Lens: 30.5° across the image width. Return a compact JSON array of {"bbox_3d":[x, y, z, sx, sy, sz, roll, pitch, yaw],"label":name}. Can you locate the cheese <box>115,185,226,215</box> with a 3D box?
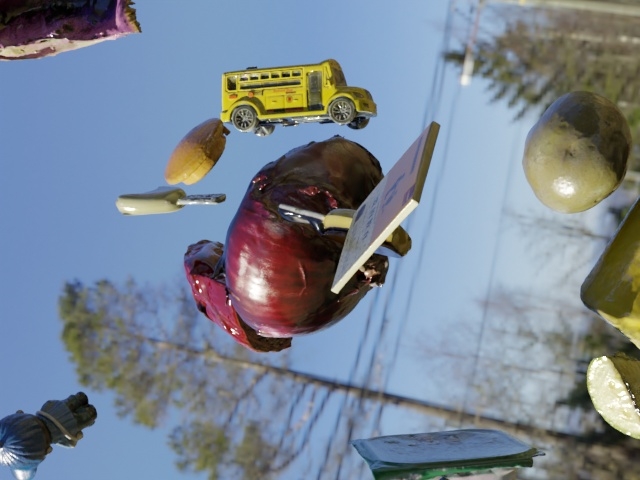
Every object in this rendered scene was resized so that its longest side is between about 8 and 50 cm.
[{"bbox_3d":[-0.313,-0.088,2.539,0.127,0.235,0.050,-25,-68,-60],"label":"cheese"}]

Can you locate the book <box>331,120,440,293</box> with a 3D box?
[{"bbox_3d":[0.065,-0.032,1.196,0.172,0.012,0.118,-50,16,46],"label":"book"}]

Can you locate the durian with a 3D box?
[{"bbox_3d":[-0.412,-0.344,1.837,0.186,0.260,0.154,110,156,-69],"label":"durian"}]

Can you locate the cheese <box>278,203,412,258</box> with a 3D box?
[{"bbox_3d":[0.024,-0.017,1.380,0.086,0.162,0.036,34,-109,-63],"label":"cheese"}]

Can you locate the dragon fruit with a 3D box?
[{"bbox_3d":[-0.170,0.092,2.615,0.240,0.330,0.302,-31,-48,-16],"label":"dragon fruit"}]

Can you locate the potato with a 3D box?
[{"bbox_3d":[0.393,-0.139,1.817,0.160,0.178,0.235,53,-172,-19],"label":"potato"}]

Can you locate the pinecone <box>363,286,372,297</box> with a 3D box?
[{"bbox_3d":[0.011,0.010,2.268,0.298,0.242,0.296,-64,0,-5],"label":"pinecone"}]

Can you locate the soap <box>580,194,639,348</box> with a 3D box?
[{"bbox_3d":[0.615,0.013,1.789,0.427,0.306,0.115,-48,-16,-7],"label":"soap"}]

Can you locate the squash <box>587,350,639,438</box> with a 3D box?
[{"bbox_3d":[0.592,0.248,2.147,0.252,0.093,0.169,-25,-94,-45],"label":"squash"}]

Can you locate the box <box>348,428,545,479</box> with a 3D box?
[{"bbox_3d":[0.193,0.371,1.843,0.336,0.264,0.106,149,117,-85],"label":"box"}]

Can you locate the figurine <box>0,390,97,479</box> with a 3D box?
[{"bbox_3d":[-0.364,0.255,1.555,0.149,0.086,0.087,-26,-11,-38],"label":"figurine"}]

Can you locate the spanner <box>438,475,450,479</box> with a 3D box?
[{"bbox_3d":[0.264,0.403,1.481,0.040,0.325,0.095,-47,12,2],"label":"spanner"}]

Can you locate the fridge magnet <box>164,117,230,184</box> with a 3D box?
[{"bbox_3d":[-0.213,-0.150,2.016,0.063,0.143,0.143,39,-131,-23],"label":"fridge magnet"}]

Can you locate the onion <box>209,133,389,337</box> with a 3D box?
[{"bbox_3d":[0.000,0.000,1.672,0.314,0.232,0.314,-53,-25,-39],"label":"onion"}]

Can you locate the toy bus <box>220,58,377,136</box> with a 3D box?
[{"bbox_3d":[-0.044,-0.311,2.557,0.144,0.330,0.152,1,-93,-74],"label":"toy bus"}]
